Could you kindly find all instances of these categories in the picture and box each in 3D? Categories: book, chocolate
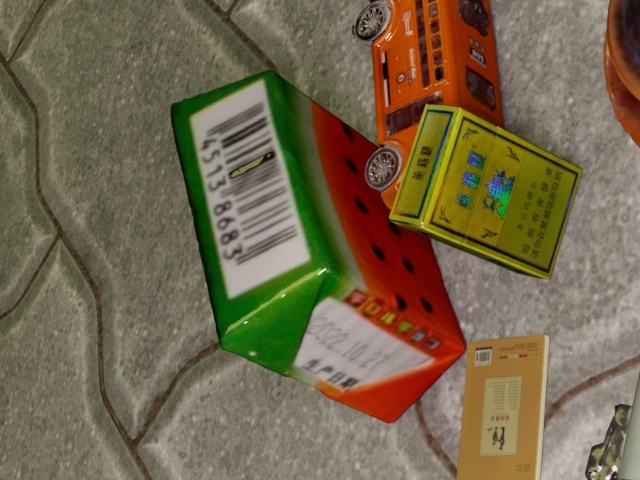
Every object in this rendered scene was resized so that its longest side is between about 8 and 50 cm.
[{"bbox_3d":[0.211,0.197,1.614,0.118,0.012,0.172,-10,67,46],"label":"book"},{"bbox_3d":[0.000,0.000,1.689,0.161,0.341,0.360,-33,52,23],"label":"chocolate"}]

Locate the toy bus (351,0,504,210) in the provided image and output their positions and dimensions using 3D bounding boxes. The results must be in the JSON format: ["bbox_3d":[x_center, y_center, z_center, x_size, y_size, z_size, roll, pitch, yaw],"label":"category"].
[{"bbox_3d":[0.146,-0.177,1.745,0.153,0.143,0.329,-22,56,34],"label":"toy bus"}]

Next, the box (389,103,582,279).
[{"bbox_3d":[0.191,-0.053,1.579,0.064,0.220,0.141,14,85,50],"label":"box"}]

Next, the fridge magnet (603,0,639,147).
[{"bbox_3d":[0.440,-0.239,1.429,0.364,0.155,0.363,-22,58,41],"label":"fridge magnet"}]

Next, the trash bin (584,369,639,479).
[{"bbox_3d":[0.403,0.124,1.272,0.277,0.217,0.262,9,80,25],"label":"trash bin"}]
